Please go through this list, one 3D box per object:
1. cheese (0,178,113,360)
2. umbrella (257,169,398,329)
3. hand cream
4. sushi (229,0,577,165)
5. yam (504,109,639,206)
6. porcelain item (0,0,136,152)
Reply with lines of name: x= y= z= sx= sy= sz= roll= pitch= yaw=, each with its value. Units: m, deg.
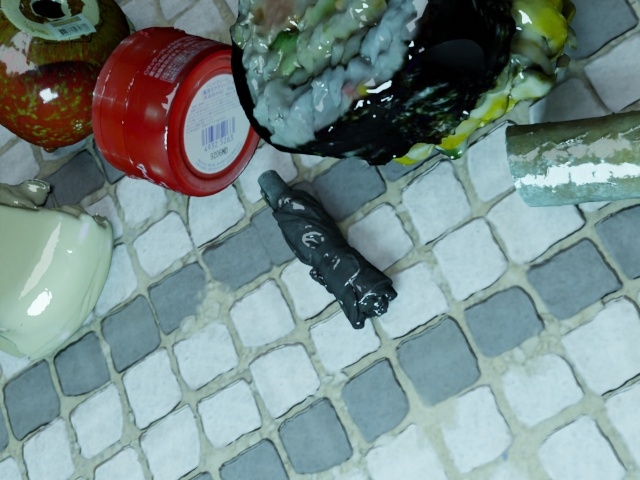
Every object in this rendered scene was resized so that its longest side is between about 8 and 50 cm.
cheese: x=-0.391 y=0.022 z=1.501 sx=0.266 sy=0.127 sz=0.233 roll=15 pitch=77 yaw=29
umbrella: x=0.000 y=0.000 z=1.336 sx=0.066 sy=0.059 sz=0.236 roll=-32 pitch=55 yaw=-10
hand cream: x=-0.166 y=-0.154 z=1.403 sx=0.125 sy=0.193 sz=0.193 roll=20 pitch=82 yaw=34
sushi: x=0.093 y=-0.226 z=1.254 sx=0.328 sy=0.285 sz=0.328 roll=-44 pitch=49 yaw=34
yam: x=0.319 y=-0.087 z=1.172 sx=0.259 sy=0.093 sz=0.093 roll=-6 pitch=70 yaw=27
porcelain item: x=-0.363 y=-0.219 z=1.547 sx=0.253 sy=0.253 sz=0.253 roll=-10 pitch=68 yaw=25
